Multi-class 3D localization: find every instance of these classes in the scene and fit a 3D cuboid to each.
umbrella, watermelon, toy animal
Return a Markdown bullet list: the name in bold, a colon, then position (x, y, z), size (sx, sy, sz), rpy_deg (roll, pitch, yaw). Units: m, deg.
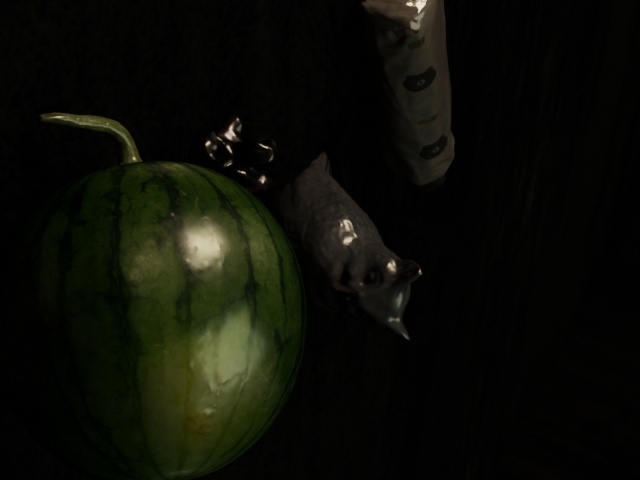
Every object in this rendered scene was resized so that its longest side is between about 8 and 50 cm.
- **umbrella**: position (0.081, -0.131, 1.531), size (0.073, 0.067, 0.337), rpy_deg (-50, 159, -16)
- **watermelon**: position (-0.101, 0.036, 1.020), size (0.188, 0.188, 0.214), rpy_deg (30, 51, -72)
- **toy animal**: position (0.004, 0.001, 1.236), size (0.117, 0.210, 0.121), rpy_deg (-24, 136, -46)
